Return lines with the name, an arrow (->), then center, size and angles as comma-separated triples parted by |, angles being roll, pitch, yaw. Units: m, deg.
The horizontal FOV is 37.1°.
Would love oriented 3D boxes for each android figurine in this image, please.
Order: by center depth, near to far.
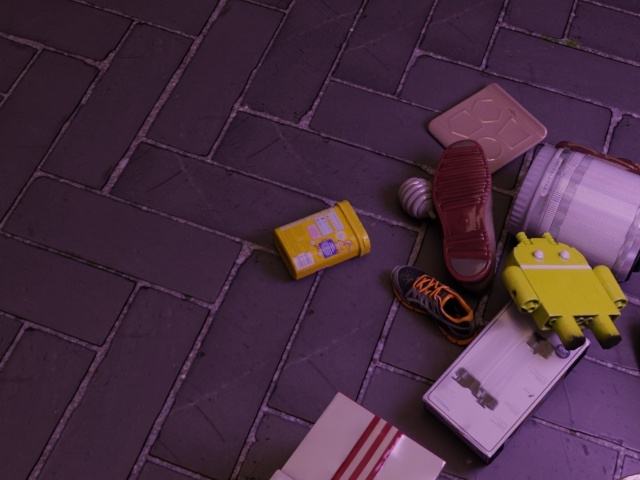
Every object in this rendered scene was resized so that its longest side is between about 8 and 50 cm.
android figurine -> 0.453, 0.087, 1.796 | 0.248, 0.056, 0.273 | 2, 46, -23

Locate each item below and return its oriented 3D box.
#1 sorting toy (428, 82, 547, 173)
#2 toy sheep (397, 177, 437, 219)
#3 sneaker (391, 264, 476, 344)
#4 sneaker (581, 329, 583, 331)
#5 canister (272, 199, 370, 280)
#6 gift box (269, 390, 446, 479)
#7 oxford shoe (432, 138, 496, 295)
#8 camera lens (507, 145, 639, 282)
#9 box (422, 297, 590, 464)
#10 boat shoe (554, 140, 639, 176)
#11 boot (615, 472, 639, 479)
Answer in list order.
sorting toy -> 0.381, -0.248, 2.186 | 0.208, 0.038, 0.193 | -34, 65, -17
toy sheep -> 0.214, -0.089, 2.043 | 0.091, 0.091, 0.132 | -23, 44, -17
sneaker -> 0.232, 0.114, 1.916 | 0.215, 0.083, 0.084 | 38, 65, 21
sneaker -> 0.489, 0.165, 1.904 | 0.090, 0.081, 0.232 | 34, 69, 14
canister -> 0.000, 0.000, 1.982 | 0.170, 0.073, 0.126 | -21, 61, -14
gift box -> 0.055, 0.452, 1.593 | 0.276, 0.255, 0.258 | 30, 59, 19
oxford shoe -> 0.306, -0.048, 2.003 | 0.123, 0.130, 0.348 | -5, 61, 18
camera lens -> 0.549, -0.054, 1.952 | 0.274, 0.219, 0.219 | 24, 59, 17
box -> 0.346, 0.253, 1.789 | 0.169, 0.087, 0.290 | 39, 79, 20
boat shoe -> 0.656, -0.131, 2.073 | 0.342, 0.123, 0.123 | 22, 52, 23
boot -> 0.639, 0.489, 1.704 | 0.213, 0.077, 0.165 | -10, 60, -8
